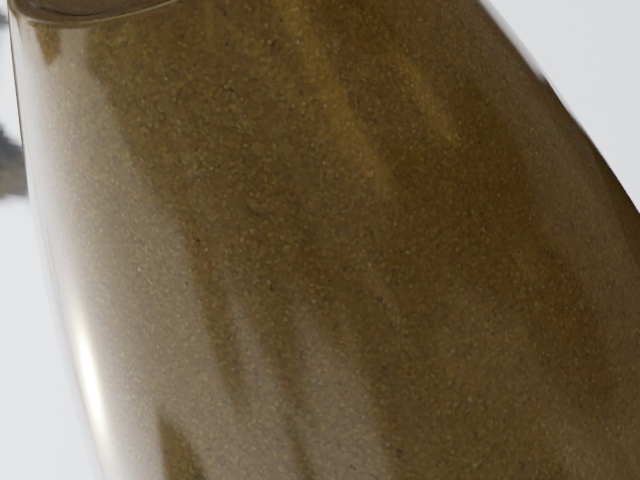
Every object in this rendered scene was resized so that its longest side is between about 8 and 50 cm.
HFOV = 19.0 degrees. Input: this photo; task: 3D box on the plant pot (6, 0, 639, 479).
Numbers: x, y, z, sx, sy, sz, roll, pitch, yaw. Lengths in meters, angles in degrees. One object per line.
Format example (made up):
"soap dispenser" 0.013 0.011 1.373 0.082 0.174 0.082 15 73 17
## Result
"plant pot" 0.000 0.000 0.652 0.237 0.254 0.237 -18 -150 11
